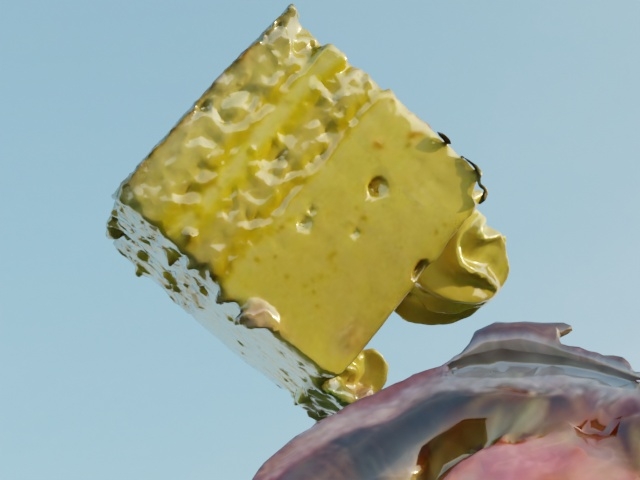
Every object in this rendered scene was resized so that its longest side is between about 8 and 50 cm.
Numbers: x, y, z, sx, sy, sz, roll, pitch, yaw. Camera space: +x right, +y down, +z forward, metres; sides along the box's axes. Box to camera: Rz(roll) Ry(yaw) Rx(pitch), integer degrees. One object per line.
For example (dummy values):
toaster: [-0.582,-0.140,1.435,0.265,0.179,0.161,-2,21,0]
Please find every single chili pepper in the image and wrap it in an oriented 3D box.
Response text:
chili pepper: [0.081,0.222,0.562,0.251,0.229,0.305,16,-55,30]

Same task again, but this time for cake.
cake: [0.000,0.000,1.149,0.227,0.286,0.222,-49,0,-14]
